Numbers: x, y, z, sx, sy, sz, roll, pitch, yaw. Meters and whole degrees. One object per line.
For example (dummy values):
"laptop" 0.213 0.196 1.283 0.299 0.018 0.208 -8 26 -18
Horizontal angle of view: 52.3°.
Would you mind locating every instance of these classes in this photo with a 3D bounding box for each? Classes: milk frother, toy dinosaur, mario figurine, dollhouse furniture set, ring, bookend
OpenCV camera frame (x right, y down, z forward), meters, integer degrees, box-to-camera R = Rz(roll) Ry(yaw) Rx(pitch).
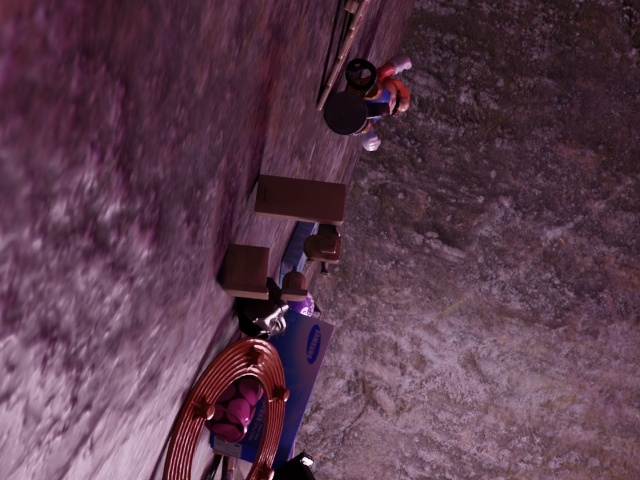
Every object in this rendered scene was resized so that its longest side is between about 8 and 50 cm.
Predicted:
"milk frother" 0.063 -0.287 1.295 0.135 0.129 0.143 -53 120 -79
"toy dinosaur" 0.000 0.000 1.858 0.313 0.121 0.160 91 6 -65
"mario figurine" 0.162 -0.348 1.629 0.198 0.170 0.320 -34 -175 25
"dollhouse furniture set" -0.048 0.004 0.881 0.123 0.144 0.151 117 -21 -80
"ring" -0.131 0.319 1.020 0.337 0.032 0.336 10 90 -67
"bookend" -0.054 0.526 1.270 0.157 0.156 0.072 -34 149 -2

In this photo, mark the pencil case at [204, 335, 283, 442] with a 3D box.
"pencil case" -0.139 0.267 1.169 0.098 0.095 0.209 -64 178 31

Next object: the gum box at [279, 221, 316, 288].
"gum box" -0.046 0.011 1.548 0.157 0.041 0.184 102 9 -63

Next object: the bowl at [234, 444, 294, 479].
"bowl" -0.150 0.509 1.663 0.298 0.134 0.297 -173 -90 -82

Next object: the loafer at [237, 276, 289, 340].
"loafer" -0.108 0.124 1.096 0.078 0.080 0.220 -34 165 -18

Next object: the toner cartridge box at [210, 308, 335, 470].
"toner cartridge box" -0.098 0.312 1.428 0.075 0.165 0.347 106 5 -48

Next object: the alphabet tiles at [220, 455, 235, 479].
"alphabet tiles" -0.229 0.629 1.579 0.278 0.021 0.284 156 -61 -78

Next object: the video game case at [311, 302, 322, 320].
"video game case" -0.072 0.259 1.876 0.232 0.042 0.210 -134 -119 -69

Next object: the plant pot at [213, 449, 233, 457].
"plant pot" -0.183 0.439 1.468 0.081 0.083 0.081 -62 171 -61

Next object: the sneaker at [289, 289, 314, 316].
"sneaker" -0.089 0.218 1.687 0.104 0.095 0.236 -53 165 -51

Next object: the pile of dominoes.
"pile of dominoes" 0.046 -0.369 1.093 0.251 0.040 0.196 119 -5 -51
